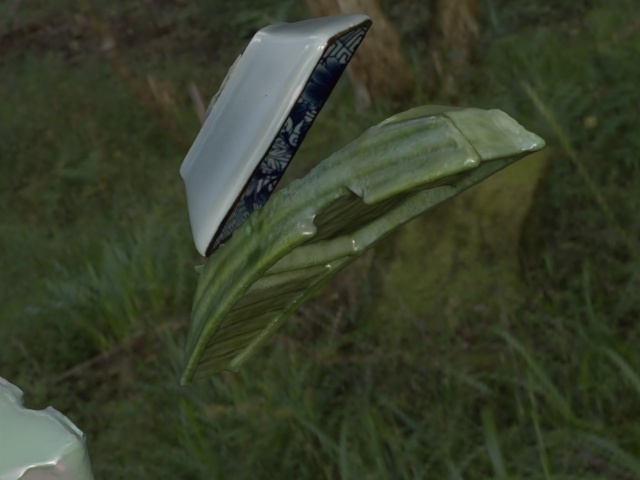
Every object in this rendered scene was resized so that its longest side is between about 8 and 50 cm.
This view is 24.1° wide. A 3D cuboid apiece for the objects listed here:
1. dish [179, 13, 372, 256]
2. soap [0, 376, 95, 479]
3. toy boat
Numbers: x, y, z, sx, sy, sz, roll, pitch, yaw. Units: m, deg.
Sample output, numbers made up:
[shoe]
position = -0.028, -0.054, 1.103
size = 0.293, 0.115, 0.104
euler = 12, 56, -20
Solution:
[dish]
position = -0.057, -0.119, 1.423
size = 0.080, 0.243, 0.182
euler = 32, 20, 4
[soap]
position = -0.312, 0.282, 1.322
size = 0.261, 0.446, 0.156
euler = 25, 55, 22
[toy boat]
position = 0.000, 0.000, 0.830
size = 0.093, 0.055, 0.293
euler = -13, -18, -42
